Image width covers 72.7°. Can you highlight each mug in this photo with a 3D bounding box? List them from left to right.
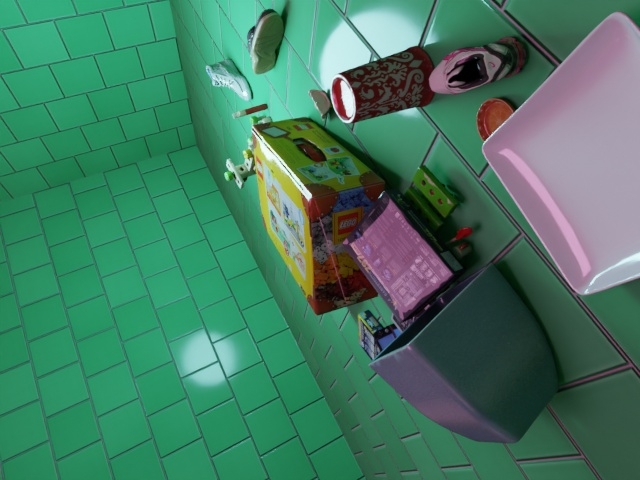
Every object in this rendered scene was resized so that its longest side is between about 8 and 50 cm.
[{"bbox_3d":[0.113,-0.275,0.831,0.113,0.170,0.150,56,158,29],"label":"mug"}]

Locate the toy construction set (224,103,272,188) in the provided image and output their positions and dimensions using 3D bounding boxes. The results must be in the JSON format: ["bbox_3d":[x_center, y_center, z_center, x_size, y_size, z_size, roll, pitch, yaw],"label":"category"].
[{"bbox_3d":[-0.272,-0.348,1.689,0.257,0.238,0.308,4,114,69],"label":"toy construction set"}]

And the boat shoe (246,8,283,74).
[{"bbox_3d":[-0.184,-0.627,1.355,0.092,0.103,0.285,62,167,3],"label":"boat shoe"}]

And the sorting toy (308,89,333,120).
[{"bbox_3d":[0.001,-0.376,1.226,0.083,0.045,0.075,63,168,11],"label":"sorting toy"}]

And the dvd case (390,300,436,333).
[{"bbox_3d":[0.266,0.215,1.184,0.179,0.030,0.238,54,157,35],"label":"dvd case"}]

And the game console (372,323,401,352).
[{"bbox_3d":[0.230,0.324,1.346,0.122,0.107,0.071,64,-171,12],"label":"game console"}]

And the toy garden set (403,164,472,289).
[{"bbox_3d":[0.250,-0.015,0.943,0.203,0.049,0.244,55,153,22],"label":"toy garden set"}]

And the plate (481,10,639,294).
[{"bbox_3d":[0.363,-0.087,0.556,0.277,0.045,0.278,62,160,13],"label":"plate"}]

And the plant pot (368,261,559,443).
[{"bbox_3d":[0.292,0.241,0.842,0.252,0.248,0.247,48,157,12],"label":"plant pot"}]

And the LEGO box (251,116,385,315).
[{"bbox_3d":[-0.026,-0.095,1.264,0.500,0.193,0.372,-126,28,-49],"label":"LEGO box"}]

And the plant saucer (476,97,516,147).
[{"bbox_3d":[0.286,-0.188,0.699,0.083,0.013,0.083,52,156,35],"label":"plant saucer"}]

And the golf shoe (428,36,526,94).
[{"bbox_3d":[0.220,-0.267,0.681,0.186,0.086,0.067,16,127,68],"label":"golf shoe"}]

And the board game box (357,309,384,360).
[{"bbox_3d":[0.187,0.349,1.518,0.141,0.048,0.170,51,156,44],"label":"board game box"}]

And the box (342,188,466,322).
[{"bbox_3d":[0.171,0.033,0.943,0.232,0.059,0.183,55,131,23],"label":"box"}]

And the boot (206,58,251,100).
[{"bbox_3d":[-0.392,-0.665,1.834,0.258,0.124,0.095,56,158,31],"label":"boot"}]
